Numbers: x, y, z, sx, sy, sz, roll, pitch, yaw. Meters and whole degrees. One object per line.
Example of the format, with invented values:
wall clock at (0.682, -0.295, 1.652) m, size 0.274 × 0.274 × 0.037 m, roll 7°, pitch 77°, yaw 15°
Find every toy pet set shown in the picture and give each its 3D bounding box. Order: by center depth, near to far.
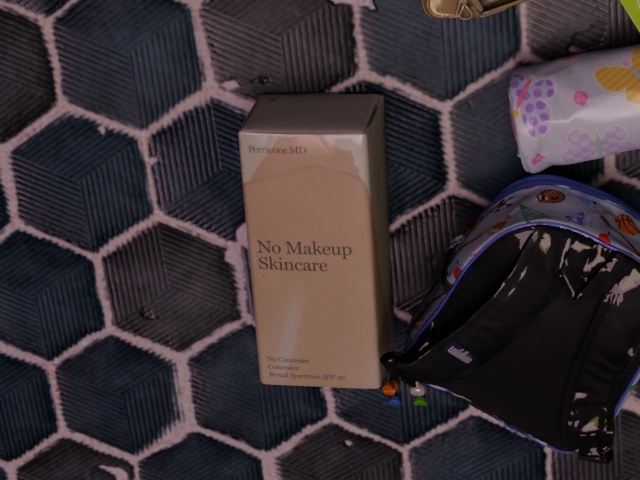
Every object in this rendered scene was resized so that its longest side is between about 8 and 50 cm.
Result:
toy pet set at (0.132, 0.142, 1.746) m, size 0.122 × 0.065 × 0.114 m, roll -1°, pitch 151°, yaw 15°

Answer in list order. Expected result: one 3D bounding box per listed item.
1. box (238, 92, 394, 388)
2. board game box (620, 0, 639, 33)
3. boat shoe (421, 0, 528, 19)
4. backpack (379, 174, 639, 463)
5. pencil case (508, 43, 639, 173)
box at (0.000, 0.000, 1.652) m, size 0.148 × 0.121 × 0.311 m, roll 0°, pitch 116°, yaw 12°
board game box at (0.323, -0.392, 1.394) m, size 0.233 × 0.078 × 0.347 m, roll -25°, pitch 109°, yaw 34°
boat shoe at (0.176, -0.258, 1.530) m, size 0.153 × 0.048 × 0.056 m, roll -8°, pitch 114°, yaw 15°
backpack at (0.246, 0.066, 1.586) m, size 0.276 × 0.213 × 0.263 m, roll 24°, pitch 131°, yaw -9°
pencil case at (0.328, -0.144, 1.523) m, size 0.273 × 0.113 × 0.124 m, roll -9°, pitch 156°, yaw 14°
